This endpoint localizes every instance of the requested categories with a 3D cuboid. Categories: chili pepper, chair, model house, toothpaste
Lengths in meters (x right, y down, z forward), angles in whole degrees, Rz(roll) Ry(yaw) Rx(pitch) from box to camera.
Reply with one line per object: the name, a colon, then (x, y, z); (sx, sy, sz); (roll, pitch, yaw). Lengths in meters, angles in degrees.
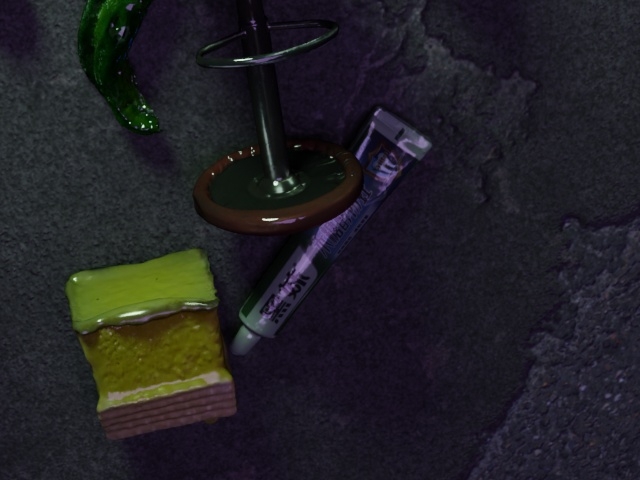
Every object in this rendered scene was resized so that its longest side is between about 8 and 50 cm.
chili pepper: (-0.226, -0.261, 1.673); (0.122, 0.065, 0.279); (4, 116, -27)
chair: (-0.066, -0.170, 1.655); (0.226, 0.226, 0.401); (-13, 121, -8)
model house: (-0.212, 0.156, 1.806); (0.193, 0.175, 0.234); (-13, 114, -9)
toothpaste: (0.000, 0.000, 1.851); (0.098, 0.061, 0.392); (32, 101, -23)
